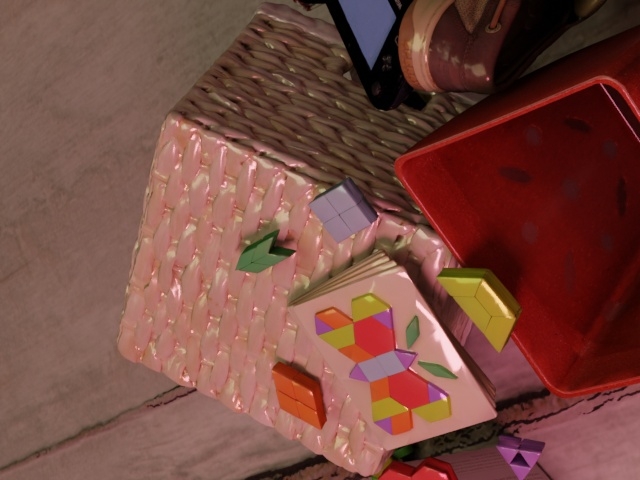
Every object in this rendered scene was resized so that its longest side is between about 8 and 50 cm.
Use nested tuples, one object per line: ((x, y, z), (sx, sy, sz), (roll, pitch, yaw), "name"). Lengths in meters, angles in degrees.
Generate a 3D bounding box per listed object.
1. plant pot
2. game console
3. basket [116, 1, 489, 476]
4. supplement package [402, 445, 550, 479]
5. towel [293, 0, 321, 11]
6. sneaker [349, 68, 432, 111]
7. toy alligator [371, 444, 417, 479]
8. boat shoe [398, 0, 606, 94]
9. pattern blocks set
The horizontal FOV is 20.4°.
((0.278, -0.057, 1.518), (0.267, 0.236, 0.267), (-20, 110, 51), "plant pot")
((0.030, -0.281, 1.690), (0.213, 0.044, 0.361), (106, 152, -42), "game console")
((0.000, 0.000, 1.768), (0.328, 0.266, 0.331), (25, 128, 11), "basket")
((0.186, 0.368, 1.758), (0.293, 0.175, 0.177), (48, 128, 37), "supplement package")
((0.101, -0.380, 1.818), (0.329, 0.037, 0.237), (-22, 40, 50), "towel")
((0.131, -0.274, 1.800), (0.385, 0.145, 0.147), (-43, 61, 43), "sneaker")
((0.086, 0.292, 1.980), (0.051, 0.056, 0.189), (-4, 89, 11), "toy alligator")
((0.216, -0.239, 1.581), (0.123, 0.342, 0.123), (19, 139, 41), "boat shoe")
((0.064, 0.106, 1.607), (0.325, 0.026, 0.285), (45, 131, -3), "pattern blocks set")
